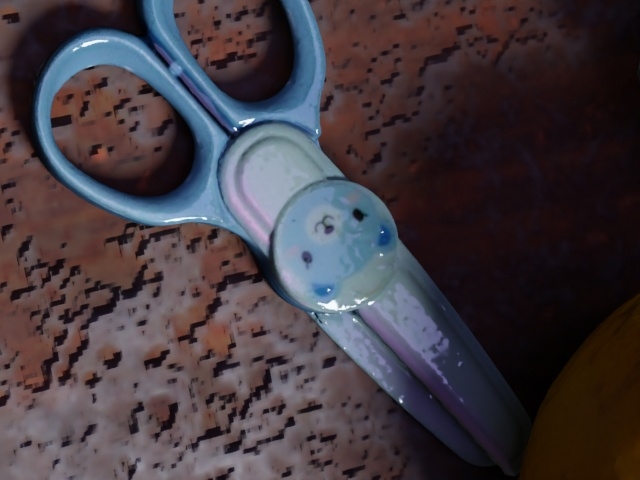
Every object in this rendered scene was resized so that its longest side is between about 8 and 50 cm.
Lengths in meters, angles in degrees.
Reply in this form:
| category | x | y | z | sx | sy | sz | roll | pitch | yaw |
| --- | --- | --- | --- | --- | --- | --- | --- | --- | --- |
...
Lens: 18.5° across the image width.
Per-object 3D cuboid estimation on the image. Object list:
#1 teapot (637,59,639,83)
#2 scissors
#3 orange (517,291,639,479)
| category | x | y | z | sx | sy | sz | roll | pitch | yaw |
| --- | --- | --- | --- | --- | --- | --- | --- | --- | --- |
| teapot | 0.203 | -0.083 | 0.814 | 0.149 | 0.162 | 0.239 | -3 | 113 | -9 |
| scissors | 0.000 | 0.000 | 0.795 | 0.125 | 0.030 | 0.256 | -44 | 102 | -14 |
| orange | 0.184 | 0.106 | 0.772 | 0.219 | 0.219 | 0.193 | 23 | 38 | -19 |
